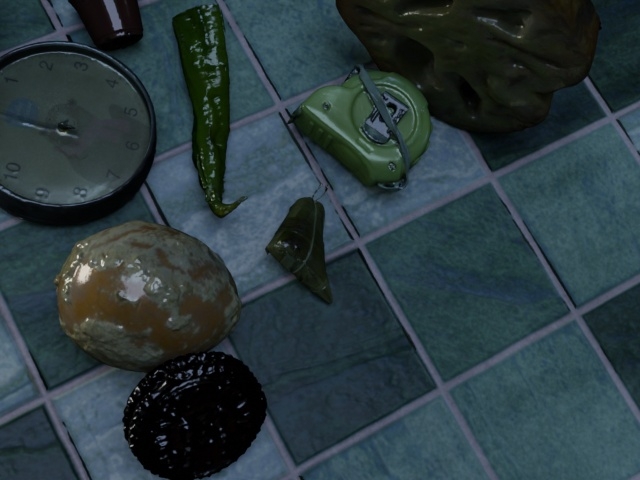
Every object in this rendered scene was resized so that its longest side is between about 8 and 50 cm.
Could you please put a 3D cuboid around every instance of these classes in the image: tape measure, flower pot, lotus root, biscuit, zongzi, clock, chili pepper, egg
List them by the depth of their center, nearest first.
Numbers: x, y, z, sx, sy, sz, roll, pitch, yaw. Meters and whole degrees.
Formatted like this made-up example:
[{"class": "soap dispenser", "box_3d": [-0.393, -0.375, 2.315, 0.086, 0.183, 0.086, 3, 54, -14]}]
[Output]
[{"class": "biscuit", "box_3d": [-0.162, 0.230, 1.212, 0.194, 0.194, 0.053, -21, 36, -16]}, {"class": "egg", "box_3d": [-0.226, 0.076, 1.231, 0.245, 0.203, 0.203, 9, 70, -19]}, {"class": "lotus root", "box_3d": [0.204, -0.308, 1.342, 0.375, 0.390, 0.111, 24, 68, 8]}, {"class": "clock", "box_3d": [-0.375, -0.160, 1.347, 0.280, 0.055, 0.281, 5, 70, -13]}, {"class": "zongzi", "box_3d": [0.000, 0.000, 1.386, 0.130, 0.062, 0.154, 42, 52, -17]}, {"class": "chili pepper", "box_3d": [-0.162, -0.192, 1.396, 0.085, 0.076, 0.359, -16, 70, 13]}, {"class": "flower pot", "box_3d": [-0.316, -0.338, 1.410, 0.111, 0.111, 0.089, -19, 91, -16]}, {"class": "tape measure", "box_3d": [0.082, -0.176, 1.417, 0.200, 0.106, 0.175, 42, 73, 3]}]
